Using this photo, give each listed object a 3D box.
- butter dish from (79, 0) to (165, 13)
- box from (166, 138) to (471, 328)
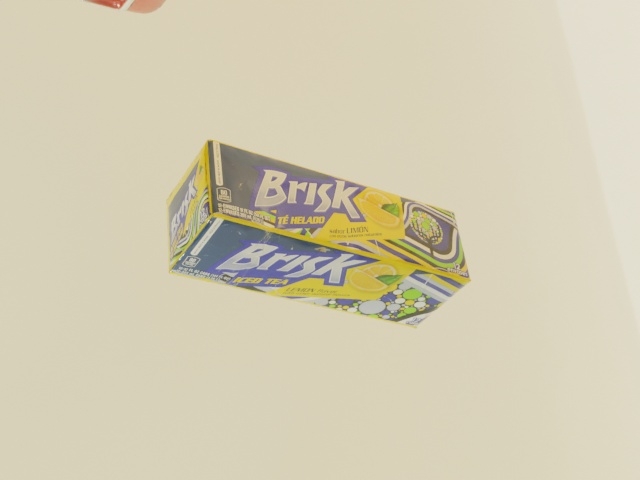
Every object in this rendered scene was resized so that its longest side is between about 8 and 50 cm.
[{"bbox_3d":[-0.183,-0.261,0.727,0.160,0.160,0.118,10,-99,-24],"label":"butter dish"},{"bbox_3d":[0.000,0.000,0.530,0.168,0.059,0.054,14,-132,-29],"label":"box"}]
